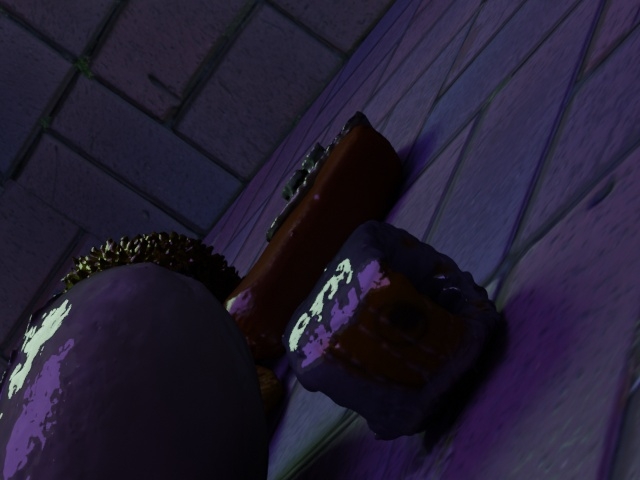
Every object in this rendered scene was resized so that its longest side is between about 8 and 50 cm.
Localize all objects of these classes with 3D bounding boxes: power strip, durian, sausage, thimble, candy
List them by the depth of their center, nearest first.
[{"bbox_3d":[0.051,0.066,1.225,0.118,0.127,0.151,-55,6,14],"label":"thimble"},{"bbox_3d":[-0.159,0.236,1.389,0.386,0.186,0.427,78,-153,-47],"label":"candy"},{"bbox_3d":[0.001,0.000,1.963,0.094,0.097,0.348,-10,39,56],"label":"sausage"},{"bbox_3d":[-0.196,0.116,2.064,0.258,0.293,0.258,-35,32,26],"label":"durian"},{"bbox_3d":[-0.004,-0.071,2.144,0.198,0.064,0.213,-52,-19,-3],"label":"power strip"}]

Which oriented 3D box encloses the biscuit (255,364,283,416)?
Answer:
[{"bbox_3d":[-0.165,0.174,1.829,0.254,0.254,0.035,-97,6,-79],"label":"biscuit"}]
